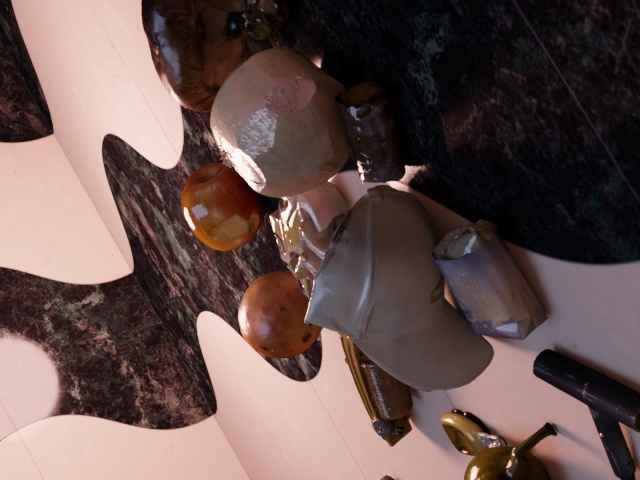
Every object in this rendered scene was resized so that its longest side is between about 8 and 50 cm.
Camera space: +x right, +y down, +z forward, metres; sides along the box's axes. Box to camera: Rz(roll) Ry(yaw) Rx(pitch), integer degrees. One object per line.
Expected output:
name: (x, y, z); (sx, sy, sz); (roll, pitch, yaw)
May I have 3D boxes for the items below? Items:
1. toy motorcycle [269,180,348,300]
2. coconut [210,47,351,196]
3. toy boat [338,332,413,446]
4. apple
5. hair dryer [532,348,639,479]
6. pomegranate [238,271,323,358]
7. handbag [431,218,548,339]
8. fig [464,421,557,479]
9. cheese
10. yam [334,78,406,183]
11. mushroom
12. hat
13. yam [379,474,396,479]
toy motorcycle: (0.000, 0.000, 1.503); (0.222, 0.107, 0.341); (22, 137, 44)
coconut: (-0.049, -0.174, 1.270); (0.224, 0.224, 0.234); (89, 156, -48)
toy boat: (0.117, 0.268, 1.580); (0.115, 0.089, 0.310); (18, 132, 54)
apple: (-0.209, -0.070, 1.779); (0.199, 0.199, 0.199); (46, 153, 32)
hair dryer: (0.372, 0.251, 1.099); (0.173, 0.050, 0.195); (31, 146, 55)
pomegranate: (-0.084, 0.154, 1.748); (0.191, 0.191, 0.191); (46, 153, 32)
handbag: (0.224, 0.048, 1.118); (0.173, 0.095, 0.117); (59, 154, -14)
fig: (0.297, 0.383, 1.272); (0.186, 0.147, 0.142); (73, -171, -58)
cheese: (0.269, 0.338, 1.414); (0.086, 0.036, 0.162); (62, 157, -6)
yam: (0.075, -0.155, 1.203); (0.079, 0.079, 0.141); (29, 143, 51)
mushroom: (-0.179, -0.350, 1.384); (0.254, 0.267, 0.267); (22, 149, 4)
hat: (0.142, 0.070, 1.193); (0.301, 0.258, 0.168); (42, 132, 1)
yam: (0.221, 0.602, 1.789); (0.274, 0.061, 0.061); (26, 139, 50)
